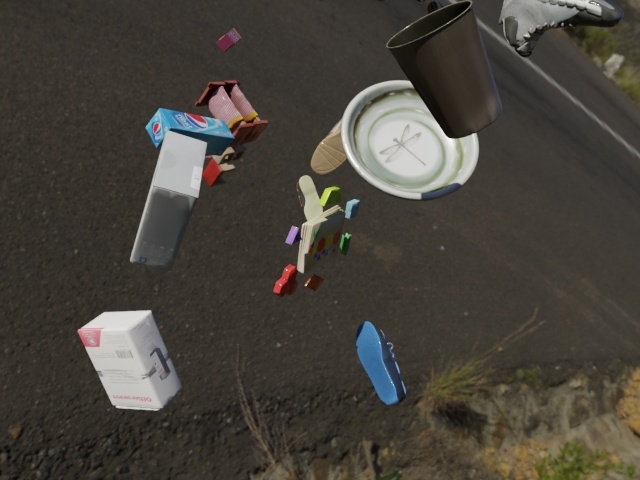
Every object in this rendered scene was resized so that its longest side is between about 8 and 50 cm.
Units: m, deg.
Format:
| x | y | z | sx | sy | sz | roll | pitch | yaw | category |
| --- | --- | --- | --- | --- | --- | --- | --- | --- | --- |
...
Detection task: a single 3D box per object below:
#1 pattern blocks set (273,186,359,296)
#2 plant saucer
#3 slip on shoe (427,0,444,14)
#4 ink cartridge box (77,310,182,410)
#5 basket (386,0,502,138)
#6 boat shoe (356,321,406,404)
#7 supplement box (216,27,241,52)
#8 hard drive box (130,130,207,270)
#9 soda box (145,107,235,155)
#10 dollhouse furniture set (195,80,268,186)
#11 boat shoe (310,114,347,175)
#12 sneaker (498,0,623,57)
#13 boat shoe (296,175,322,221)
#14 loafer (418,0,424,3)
| x | y | z | sx | sy | sz | roll | pitch | yaw | category |
| --- | --- | --- | --- | --- | --- | --- | --- | --- | --- |
| 0.000 | 0.000 | 1.388 | 0.026 | 0.285 | 0.325 | 22 | 16 | 26 | pattern blocks set |
| 0.250 | -0.275 | 1.568 | 0.400 | 0.100 | 0.400 | 3 | 66 | -6 | plant saucer |
| 0.326 | -0.584 | 1.479 | 0.041 | 0.051 | 0.135 | -5 | 79 | -38 | slip on shoe |
| -0.438 | 0.278 | 1.261 | 0.092 | 0.159 | 0.218 | -45 | 125 | -57 | ink cartridge box |
| 0.265 | -0.334 | 1.096 | 0.154 | 0.204 | 0.227 | -43 | 114 | -18 | basket |
| 0.181 | 0.373 | 1.648 | 0.089 | 0.109 | 0.258 | 15 | 53 | -49 | boat shoe |
| -0.309 | -0.675 | 1.831 | 0.043 | 0.055 | 0.083 | 51 | 25 | -23 | supplement box |
| -0.320 | -0.080 | 1.144 | 0.089 | 0.232 | 0.181 | 15 | 44 | -18 | hard drive box |
| -0.318 | -0.265 | 1.346 | 0.210 | 0.071 | 0.067 | -4 | 57 | -54 | soda box |
| -0.375 | -0.375 | 1.968 | 0.201 | 0.374 | 0.152 | 54 | 40 | 9 | dollhouse furniture set |
| 0.075 | -0.338 | 1.796 | 0.103 | 0.285 | 0.092 | 36 | 20 | 0 | boat shoe |
| 0.420 | -0.388 | 0.984 | 0.086 | 0.132 | 0.228 | -14 | 42 | -33 | sneaker |
| -0.027 | -0.100 | 1.396 | 0.049 | 0.042 | 0.133 | -15 | 90 | -12 | boat shoe |
| 0.143 | -0.711 | 1.430 | 0.366 | 0.130 | 0.134 | 24 | 10 | 29 | loafer |
